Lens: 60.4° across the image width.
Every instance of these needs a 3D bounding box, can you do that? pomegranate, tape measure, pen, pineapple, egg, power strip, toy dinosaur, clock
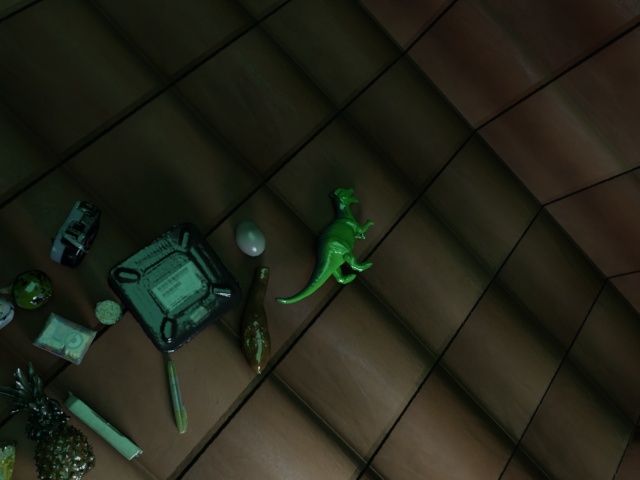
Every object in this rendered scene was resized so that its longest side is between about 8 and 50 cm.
[{"bbox_3d":[-0.885,0.145,1.654,0.162,0.122,0.122,2,73,5],"label":"pomegranate"},{"bbox_3d":[-0.762,-0.009,1.707,0.107,0.182,0.180,28,55,-12],"label":"tape measure"},{"bbox_3d":[-0.463,0.504,1.783,0.040,0.032,0.233,0,74,-48],"label":"pen"},{"bbox_3d":[-0.778,0.521,1.565,0.166,0.165,0.364,-28,86,-28],"label":"pineapple"},{"bbox_3d":[-0.253,-0.007,1.980,0.103,0.103,0.135,-32,93,-28],"label":"egg"},{"bbox_3d":[-0.657,0.557,1.652,0.286,0.080,0.048,44,64,-7],"label":"power strip"},{"bbox_3d":[0.000,0.000,2.076,0.500,0.144,0.374,-15,77,-32],"label":"toy dinosaur"},{"bbox_3d":[-0.920,0.654,1.489,0.236,0.114,0.186,-33,90,-31],"label":"pineapple"},{"bbox_3d":[-0.990,0.224,1.595,0.176,0.080,0.117,-43,94,-26],"label":"clock"}]

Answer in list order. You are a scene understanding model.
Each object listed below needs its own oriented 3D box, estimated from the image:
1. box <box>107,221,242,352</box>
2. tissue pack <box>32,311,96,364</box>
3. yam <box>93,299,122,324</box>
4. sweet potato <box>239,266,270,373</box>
[{"bbox_3d":[-0.477,0.149,1.842,0.359,0.091,0.350,-39,93,-26],"label":"box"},{"bbox_3d":[-0.779,0.299,1.680,0.148,0.060,0.108,30,64,-15],"label":"tissue pack"},{"bbox_3d":[-0.661,0.226,1.718,0.084,0.127,0.084,4,77,-20],"label":"yam"},{"bbox_3d":[-0.228,0.271,1.920,0.109,0.109,0.385,7,67,-23],"label":"sweet potato"}]
